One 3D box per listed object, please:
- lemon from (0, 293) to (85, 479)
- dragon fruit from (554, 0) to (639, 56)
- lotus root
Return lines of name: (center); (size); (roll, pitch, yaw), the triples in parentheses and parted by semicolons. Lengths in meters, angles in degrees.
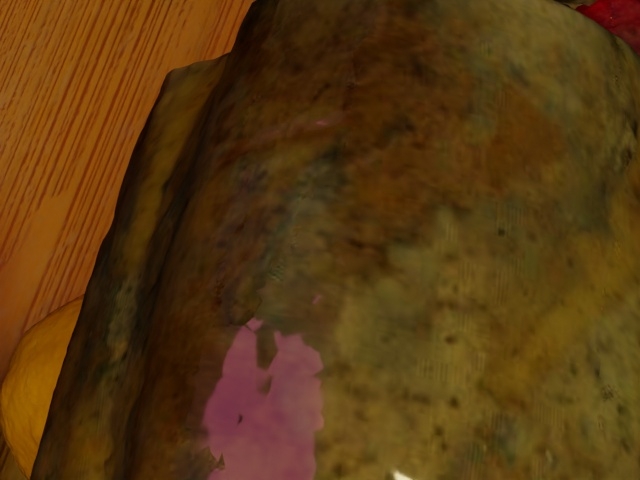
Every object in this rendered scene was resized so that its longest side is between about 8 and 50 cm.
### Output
lemon: (-0.089, 0.075, 0.902); (0.155, 0.114, 0.114); (-22, 50, 38)
dragon fruit: (0.126, -0.214, 0.734); (0.329, 0.329, 0.329); (-26, 48, 32)
lotus root: (0.019, 0.091, 0.675); (0.250, 0.250, 0.346); (-9, 57, 42)
